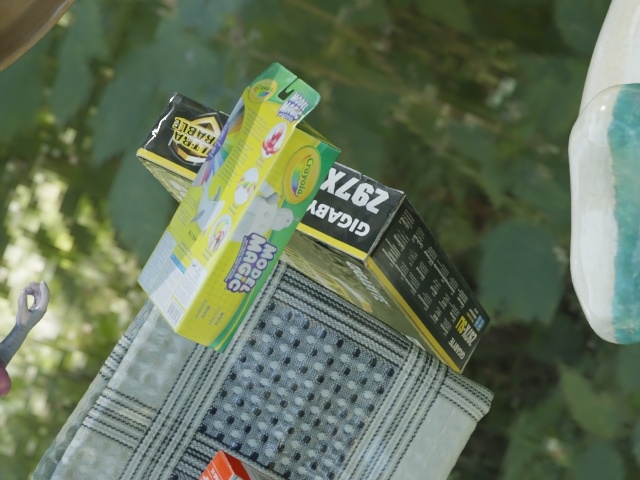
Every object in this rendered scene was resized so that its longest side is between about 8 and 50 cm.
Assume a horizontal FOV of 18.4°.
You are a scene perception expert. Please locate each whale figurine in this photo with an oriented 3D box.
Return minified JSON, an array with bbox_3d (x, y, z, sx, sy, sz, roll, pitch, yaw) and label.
[{"bbox_3d":[0.186,-0.043,0.849,0.272,0.141,0.216,-36,-53,-62],"label":"whale figurine"}]

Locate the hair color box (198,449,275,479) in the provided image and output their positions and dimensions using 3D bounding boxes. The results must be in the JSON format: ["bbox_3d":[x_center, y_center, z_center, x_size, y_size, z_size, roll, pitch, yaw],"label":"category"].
[{"bbox_3d":[-0.085,0.262,1.570,0.167,0.093,0.053,-55,23,7],"label":"hair color box"}]

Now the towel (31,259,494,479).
[{"bbox_3d":[-0.057,0.191,1.695,0.324,0.312,0.056,-58,10,-3],"label":"towel"}]

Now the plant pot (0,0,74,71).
[{"bbox_3d":[-0.261,-0.222,1.391,0.110,0.237,0.237,43,117,19],"label":"plant pot"}]

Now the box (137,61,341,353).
[{"bbox_3d":[-0.051,-0.026,1.305,0.179,0.043,0.105,-61,27,8],"label":"box"}]

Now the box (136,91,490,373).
[{"bbox_3d":[0.000,0.000,1.854,0.257,0.322,0.079,27,79,26],"label":"box"}]

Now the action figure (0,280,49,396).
[{"bbox_3d":[-0.397,0.077,1.677,0.276,0.248,0.370,-40,48,10],"label":"action figure"}]
